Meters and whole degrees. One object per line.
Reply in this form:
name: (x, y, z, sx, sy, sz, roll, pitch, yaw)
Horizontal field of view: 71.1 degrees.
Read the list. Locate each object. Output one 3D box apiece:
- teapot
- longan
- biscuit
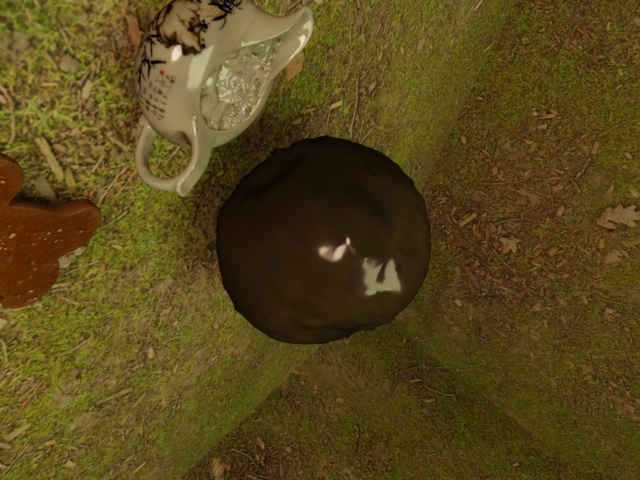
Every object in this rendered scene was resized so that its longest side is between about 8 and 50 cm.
teapot: (-0.146, -0.199, 0.597, 0.299, 0.166, 0.208, -63, 173, -3)
longan: (-0.003, -0.006, 0.877, 0.404, 0.404, 0.436, -38, 178, -37)
biscuit: (-0.390, -0.013, 0.481, 0.205, 0.049, 0.324, -49, 166, 4)
